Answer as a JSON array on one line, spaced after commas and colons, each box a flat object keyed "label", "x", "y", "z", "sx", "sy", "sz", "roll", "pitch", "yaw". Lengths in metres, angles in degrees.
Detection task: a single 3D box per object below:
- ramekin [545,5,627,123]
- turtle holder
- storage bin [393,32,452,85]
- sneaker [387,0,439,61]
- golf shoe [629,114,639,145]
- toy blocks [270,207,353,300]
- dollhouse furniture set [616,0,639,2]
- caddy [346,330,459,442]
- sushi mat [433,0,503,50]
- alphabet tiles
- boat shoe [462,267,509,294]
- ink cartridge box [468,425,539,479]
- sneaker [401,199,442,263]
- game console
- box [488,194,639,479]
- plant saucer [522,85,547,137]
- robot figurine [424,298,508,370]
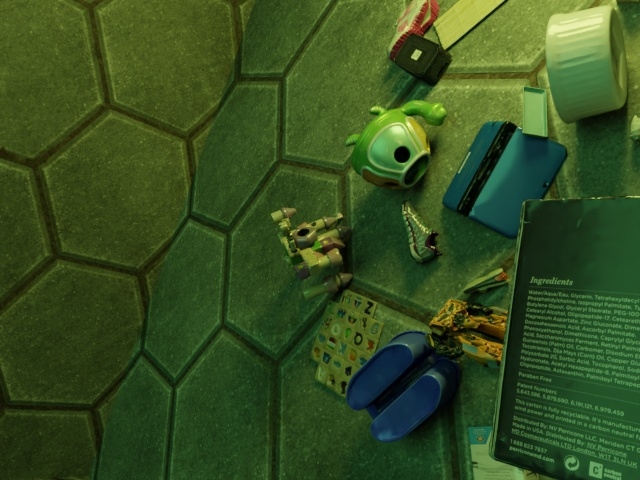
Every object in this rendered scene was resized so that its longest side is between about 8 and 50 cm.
[{"label": "ramekin", "x": 0.671, "y": -0.442, "z": 1.329, "sx": 0.135, "sy": 0.277, "sz": 0.277, "roll": -4, "pitch": 72, "yaw": 38}, {"label": "turtle holder", "x": 0.267, "y": -0.310, "z": 1.780, "sx": 0.320, "sy": 0.243, "sz": 0.227, "roll": -35, "pitch": 57, "yaw": -18}, {"label": "storage bin", "x": 0.360, "y": -0.640, "z": 1.880, "sx": 0.122, "sy": 0.084, "sz": 0.180, "roll": -57, "pitch": 42, "yaw": 16}, {"label": "sneaker", "x": 0.326, "y": -0.778, "z": 1.968, "sx": 0.252, "sy": 0.103, "sz": 0.111, "roll": -54, "pitch": 39, "yaw": 10}, {"label": "golf shoe", "x": 0.825, "y": -0.292, "z": 1.256, "sx": 0.176, "sy": 0.069, "sz": 0.085, "roll": -14, "pitch": 60, "yaw": 43}, {"label": "toy blocks", "x": 0.000, "y": 0.000, "z": 1.913, "sx": 0.260, "sy": 0.308, "sz": 0.288, "roll": -22, "pitch": 39, "yaw": -9}, {"label": "dollhouse furniture set", "x": 0.841, "y": -0.689, "z": 1.336, "sx": 0.184, "sy": 0.129, "sz": 0.128, "roll": 34, "pitch": 101, "yaw": 49}, {"label": "caddy", "x": 0.240, "y": 0.419, "z": 1.547, "sx": 0.241, "sy": 0.179, "sz": 0.341, "roll": 50, "pitch": 114, "yaw": 21}, {"label": "sushi mat", "x": 0.525, "y": -0.799, "z": 1.809, "sx": 0.317, "sy": 0.019, "sz": 0.151, "roll": -35, "pitch": 53, "yaw": 34}, {"label": "alphabet tiles", "x": 0.086, "y": 0.355, "z": 1.861, "sx": 0.285, "sy": 0.011, "sz": 0.342, "roll": 17, "pitch": 88, "yaw": 49}, {"label": "boat shoe", "x": 0.466, "y": 0.125, "z": 1.506, "sx": 0.137, "sy": 0.049, "sz": 0.043, "roll": -33, "pitch": 93, "yaw": 34}, {"label": "ink cartridge box", "x": 0.456, "y": 0.561, "z": 1.322, "sx": 0.140, "sy": 0.082, "sz": 0.190, "roll": -21, "pitch": 62, "yaw": 42}, {"label": "sneaker", "x": 0.326, "y": -0.036, "z": 1.712, "sx": 0.098, "sy": 0.083, "sz": 0.223, "roll": -18, "pitch": 65, "yaw": 19}, {"label": "game console", "x": 0.528, "y": -0.184, "z": 1.568, "sx": 0.293, "sy": 0.173, "sz": 0.250, "roll": -62, "pitch": 11, "yaw": 9}, {"label": "box", "x": 0.588, "y": 0.206, "z": 1.010, "sx": 0.298, "sy": 0.480, "sz": 0.471, "roll": -1, "pitch": 75, "yaw": 46}, {"label": "plant saucer", "x": 0.601, "y": -0.361, "z": 1.498, "sx": 0.018, "sy": 0.067, "sz": 0.192, "roll": 93, "pitch": -170, "yaw": -56}, {"label": "robot figurine", "x": 0.423, "y": 0.244, "z": 1.423, "sx": 0.291, "sy": 0.085, "sz": 0.211, "roll": 17, "pitch": 49, "yaw": 42}]
